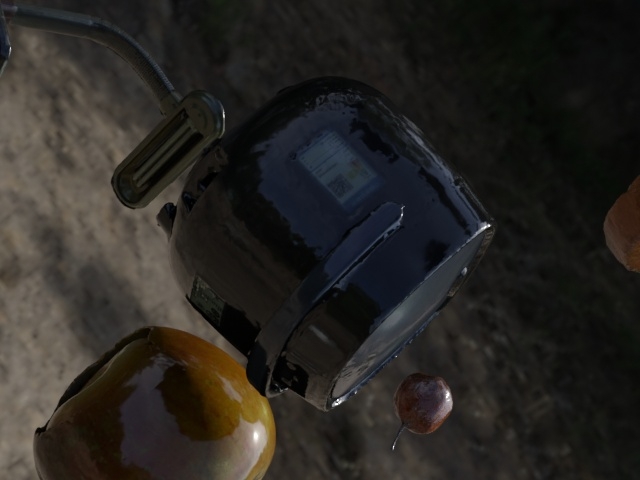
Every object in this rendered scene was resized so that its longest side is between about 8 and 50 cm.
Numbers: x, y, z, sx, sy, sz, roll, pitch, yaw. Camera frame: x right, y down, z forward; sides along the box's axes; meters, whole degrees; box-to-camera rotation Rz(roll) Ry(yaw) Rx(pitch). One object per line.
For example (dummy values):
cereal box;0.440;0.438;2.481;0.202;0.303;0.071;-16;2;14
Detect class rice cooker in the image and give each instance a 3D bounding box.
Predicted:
rice cooker;0.000;0.000;1.335;0.224;0.267;0.267;44;21;11

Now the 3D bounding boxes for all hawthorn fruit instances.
hawthorn fruit;0.102;0.192;1.714;0.103;0.067;0.066;-41;96;-29

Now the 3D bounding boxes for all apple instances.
apple;-0.163;0.191;1.471;0.207;0.237;0.237;41;21;8

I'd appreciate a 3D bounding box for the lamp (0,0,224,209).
lamp;-0.268;-0.146;1.636;0.283;0.203;0.124;17;42;-26

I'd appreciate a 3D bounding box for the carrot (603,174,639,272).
carrot;0.447;-0.057;1.643;0.258;0.307;0.100;28;34;-58
